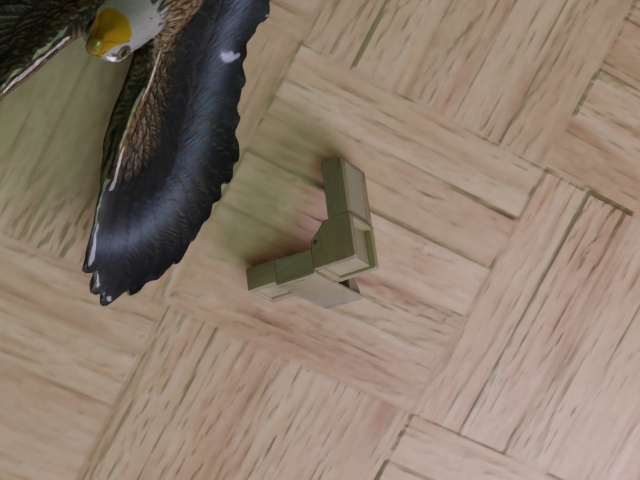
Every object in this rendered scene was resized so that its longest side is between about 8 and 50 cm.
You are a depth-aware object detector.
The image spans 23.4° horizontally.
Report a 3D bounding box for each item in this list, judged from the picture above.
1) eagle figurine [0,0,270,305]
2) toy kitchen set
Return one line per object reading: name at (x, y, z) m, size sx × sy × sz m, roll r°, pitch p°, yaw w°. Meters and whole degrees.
eagle figurine at (-0.114, -0.135, 0.928) m, size 0.298 × 0.225 × 0.226 m, roll -45°, pitch 68°, yaw 32°
toy kitchen set at (0.000, 0.000, 1.054) m, size 0.083 × 0.075 × 0.068 m, roll -19°, pitch 154°, yaw 25°
